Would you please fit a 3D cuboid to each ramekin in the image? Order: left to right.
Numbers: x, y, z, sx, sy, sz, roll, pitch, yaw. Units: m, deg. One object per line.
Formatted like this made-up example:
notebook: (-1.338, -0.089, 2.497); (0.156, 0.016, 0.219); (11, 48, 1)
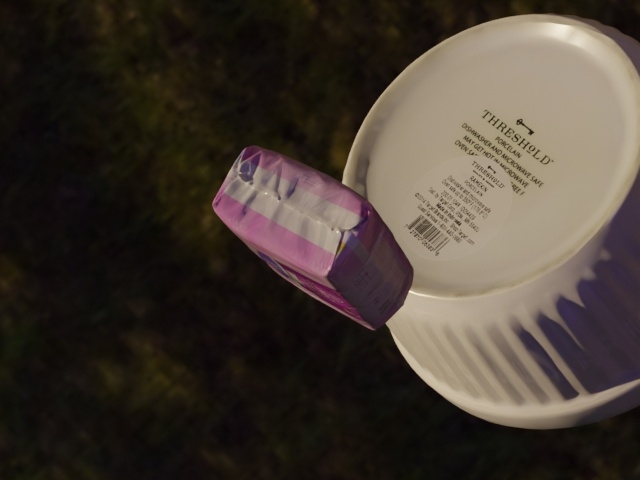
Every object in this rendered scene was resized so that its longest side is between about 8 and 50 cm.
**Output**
ramekin: (0.108, -0.018, 0.869); (0.207, 0.207, 0.109); (24, 167, 40)

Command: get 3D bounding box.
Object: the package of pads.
package of pads: (0.000, 0.000, 0.577); (0.050, 0.032, 0.083); (31, 174, 20)
